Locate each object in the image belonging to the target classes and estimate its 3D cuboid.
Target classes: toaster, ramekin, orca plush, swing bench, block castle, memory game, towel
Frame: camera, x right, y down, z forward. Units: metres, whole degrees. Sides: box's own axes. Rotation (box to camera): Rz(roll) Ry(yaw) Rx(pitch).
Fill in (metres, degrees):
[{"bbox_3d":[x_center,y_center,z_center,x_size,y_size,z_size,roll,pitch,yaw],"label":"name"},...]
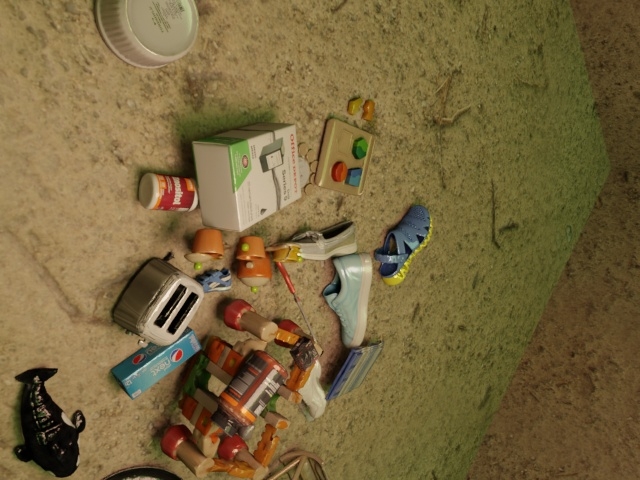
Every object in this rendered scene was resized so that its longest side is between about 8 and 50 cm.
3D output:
[{"bbox_3d":[-0.379,0.144,1.253,0.227,0.146,0.129,-58,134,-15],"label":"toaster"},{"bbox_3d":[-0.359,-0.475,1.108,0.207,0.109,0.207,-15,112,-40],"label":"ramekin"},{"bbox_3d":[-0.590,0.425,1.166,0.151,0.102,0.288,-6,106,-43],"label":"orca plush"},{"bbox_3d":[-0.085,0.877,1.757,0.254,0.165,0.253,-40,127,-35],"label":"swing bench"},{"bbox_3d":[-0.221,0.414,1.446,0.303,0.212,0.454,33,80,-46],"label":"block castle"},{"bbox_3d":[-0.072,-0.198,1.540,0.186,0.012,0.186,-15,113,-40],"label":"memory game"},{"bbox_3d":[0.125,0.452,1.834,0.209,0.034,0.285,-62,155,10],"label":"towel"}]

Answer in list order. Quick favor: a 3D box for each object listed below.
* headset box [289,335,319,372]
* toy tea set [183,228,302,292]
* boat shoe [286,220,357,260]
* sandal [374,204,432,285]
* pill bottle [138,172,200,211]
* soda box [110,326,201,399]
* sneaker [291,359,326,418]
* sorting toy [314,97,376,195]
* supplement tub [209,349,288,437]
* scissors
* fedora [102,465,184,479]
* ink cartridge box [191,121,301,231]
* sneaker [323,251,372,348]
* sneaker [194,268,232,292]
[{"bbox_3d":[-0.042,0.312,1.417,0.062,0.032,0.083,-44,129,-27],"label":"headset box"},{"bbox_3d":[-0.209,0.061,1.323,0.335,0.200,0.125,11,74,-44],"label":"toy tea set"},{"bbox_3d":[0.003,0.000,1.607,0.320,0.118,0.103,-7,102,-47],"label":"boat shoe"},{"bbox_3d":[0.297,0.002,1.886,0.138,0.126,0.318,40,73,-39],"label":"sandal"},{"bbox_3d":[-0.347,-0.113,1.247,0.152,0.086,0.086,1,102,-45],"label":"pill bottle"},{"bbox_3d":[-0.413,0.300,1.320,0.210,0.071,0.067,-35,125,-32],"label":"soda box"},{"bbox_3d":[-0.054,0.496,1.731,0.115,0.090,0.232,-19,107,-32],"label":"sneaker"},{"bbox_3d":[0.098,-0.303,1.643,0.229,0.041,0.308,7,97,-49],"label":"sorting toy"},{"bbox_3d":[-0.174,0.367,1.246,0.198,0.106,0.106,-49,131,-22],"label":"supplement tub"},{"bbox_3d":[-0.074,0.155,1.510,0.021,0.109,0.297,-27,91,-4],"label":"scissors"},{"bbox_3d":[-0.446,0.729,1.288,0.333,0.152,0.334,10,71,-31],"label":"fedora"},{"bbox_3d":[-0.174,-0.172,1.313,0.289,0.121,0.211,-37,129,-54],"label":"ink cartridge box"},{"bbox_3d":[0.077,0.204,1.754,0.150,0.135,0.366,0,112,-11],"label":"sneaker"},{"bbox_3d":[-0.297,0.106,1.389,0.144,0.053,0.059,-3,104,-52],"label":"sneaker"}]
